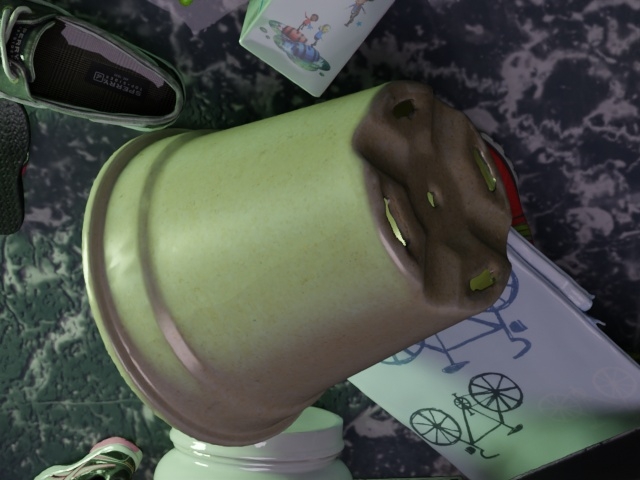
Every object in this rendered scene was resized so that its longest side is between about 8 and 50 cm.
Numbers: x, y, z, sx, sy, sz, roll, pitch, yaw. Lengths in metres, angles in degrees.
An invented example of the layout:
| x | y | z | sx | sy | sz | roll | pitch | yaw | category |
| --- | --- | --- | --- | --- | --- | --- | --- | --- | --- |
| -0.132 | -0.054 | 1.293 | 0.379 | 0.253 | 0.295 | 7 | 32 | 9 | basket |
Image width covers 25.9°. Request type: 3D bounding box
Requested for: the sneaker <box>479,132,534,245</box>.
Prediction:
| x | y | z | sx | sy | sz | roll | pitch | yaw | category |
| --- | --- | --- | --- | --- | --- | --- | --- | --- | --- |
| 0.187 | 0.000 | 1.497 | 0.107 | 0.118 | 0.279 | -27 | 115 | 9 | sneaker |

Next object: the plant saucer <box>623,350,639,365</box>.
| x | y | z | sx | sy | sz | roll | pitch | yaw | category |
| --- | --- | --- | --- | --- | --- | --- | --- | --- | --- |
| 0.270 | 0.190 | 1.629 | 0.188 | 0.045 | 0.188 | 6 | 121 | -5 | plant saucer |

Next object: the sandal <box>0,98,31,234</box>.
| x | y | z | sx | sy | sz | roll | pitch | yaw | category |
| --- | --- | --- | --- | --- | --- | --- | --- | --- | --- |
| -0.342 | -0.085 | 1.488 | 0.067 | 0.040 | 0.179 | 11 | 130 | -1 | sandal |

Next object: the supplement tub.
| x | y | z | sx | sy | sz | roll | pitch | yaw | category |
| --- | --- | --- | --- | --- | --- | --- | --- | --- | --- |
| -0.079 | 0.350 | 1.565 | 0.228 | 0.228 | 0.316 | 4 | 93 | -4 | supplement tub |

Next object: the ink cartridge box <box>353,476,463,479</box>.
| x | y | z | sx | sy | sz | roll | pitch | yaw | category |
| --- | --- | --- | --- | --- | --- | --- | --- | --- | --- |
| 0.128 | 0.341 | 1.671 | 0.209 | 0.109 | 0.062 | -1 | 117 | -1 | ink cartridge box |

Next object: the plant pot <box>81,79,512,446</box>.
| x | y | z | sx | sy | sz | roll | pitch | yaw | category |
| --- | --- | --- | --- | --- | --- | --- | --- | --- | --- |
| 0.000 | 0.000 | 1.319 | 0.305 | 0.334 | 0.334 | -22 | 118 | 37 | plant pot |

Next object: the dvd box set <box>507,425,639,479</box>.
| x | y | z | sx | sy | sz | roll | pitch | yaw | category |
| --- | --- | --- | --- | --- | --- | --- | --- | --- | --- |
| 0.330 | 0.335 | 1.567 | 0.307 | 0.062 | 0.420 | -23 | 146 | 0 | dvd box set |

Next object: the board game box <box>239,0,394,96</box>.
| x | y | z | sx | sy | sz | roll | pitch | yaw | category |
| --- | --- | --- | --- | --- | --- | --- | --- | --- | --- |
| 0.053 | -0.305 | 1.283 | 0.097 | 0.224 | 0.303 | 33 | 111 | -14 | board game box |

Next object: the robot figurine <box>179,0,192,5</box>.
| x | y | z | sx | sy | sz | roll | pitch | yaw | category |
| --- | --- | --- | --- | --- | --- | --- | --- | --- | --- |
| -0.145 | -0.282 | 1.374 | 0.115 | 0.067 | 0.101 | -27 | 122 | 11 | robot figurine |

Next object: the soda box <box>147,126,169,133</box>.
| x | y | z | sx | sy | sz | roll | pitch | yaw | category |
| --- | --- | --- | --- | --- | --- | --- | --- | --- | --- |
| -0.132 | -0.038 | 1.502 | 0.063 | 0.058 | 0.183 | -38 | 112 | 16 | soda box |

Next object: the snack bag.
| x | y | z | sx | sy | sz | roll | pitch | yaw | category |
| --- | --- | --- | --- | --- | --- | --- | --- | --- | --- |
| 0.183 | 0.132 | 1.508 | 0.342 | 0.037 | 0.323 | 41 | 135 | -11 | snack bag |

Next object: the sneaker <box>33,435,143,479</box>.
| x | y | z | sx | sy | sz | roll | pitch | yaw | category |
| --- | --- | --- | --- | --- | --- | --- | --- | --- | --- |
| -0.294 | 0.304 | 1.657 | 0.178 | 0.077 | 0.072 | -39 | 110 | 17 | sneaker |

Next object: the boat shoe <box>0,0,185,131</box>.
| x | y | z | sx | sy | sz | roll | pitch | yaw | category |
| --- | --- | --- | --- | --- | --- | --- | --- | --- | --- |
| -0.286 | -0.194 | 1.371 | 0.335 | 0.119 | 0.121 | 14 | 89 | -16 | boat shoe |
